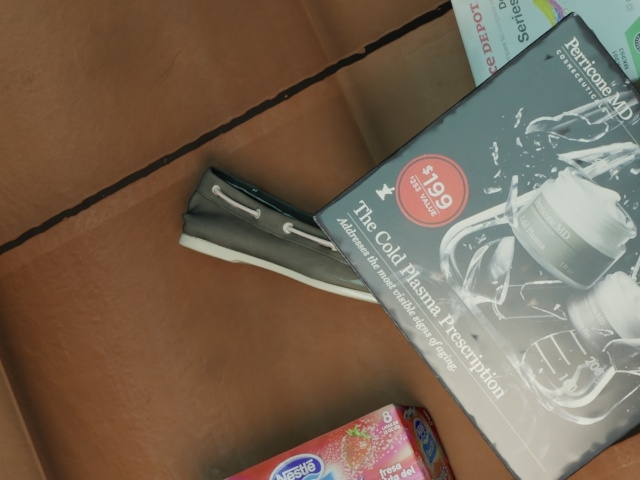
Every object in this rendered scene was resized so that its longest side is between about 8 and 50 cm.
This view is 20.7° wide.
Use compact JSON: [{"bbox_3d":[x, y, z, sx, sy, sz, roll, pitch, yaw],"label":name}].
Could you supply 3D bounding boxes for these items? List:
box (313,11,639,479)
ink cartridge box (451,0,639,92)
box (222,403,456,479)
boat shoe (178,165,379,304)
[{"bbox_3d":[0.222,0.012,1.684,0.312,0.179,0.343,-38,88,5],"label":"box"},{"bbox_3d":[0.260,-0.210,1.821,0.212,0.093,0.154,-18,79,18],"label":"ink cartridge box"},{"bbox_3d":[0.005,0.274,1.827,0.256,0.128,0.123,-26,76,14],"label":"box"},{"bbox_3d":[0.000,0.000,1.873,0.335,0.112,0.096,15,93,23],"label":"boat shoe"}]
